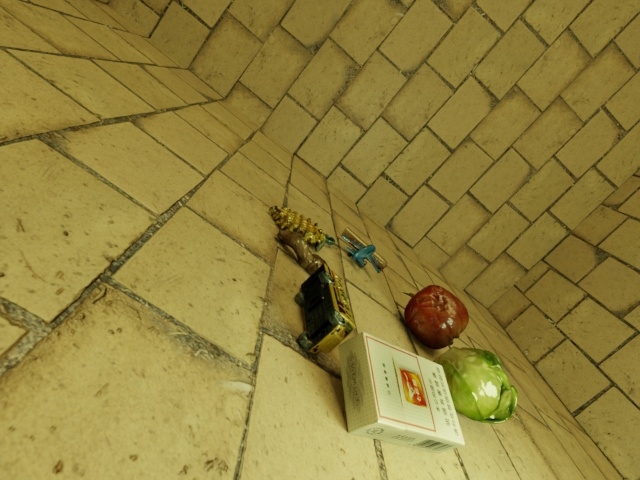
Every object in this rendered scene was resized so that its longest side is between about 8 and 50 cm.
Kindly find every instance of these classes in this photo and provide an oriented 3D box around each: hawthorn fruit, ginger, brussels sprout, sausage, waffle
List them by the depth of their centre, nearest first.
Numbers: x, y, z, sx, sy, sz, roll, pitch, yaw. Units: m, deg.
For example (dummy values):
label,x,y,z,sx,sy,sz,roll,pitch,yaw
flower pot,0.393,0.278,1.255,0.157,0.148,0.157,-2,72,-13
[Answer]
label,x,y,z,sx,sy,sz,roll,pitch,yaw
brussels sprout,0.527,0.482,1.378,0.294,0.227,0.259,40,-1,25
ginger,-0.040,0.055,1.445,0.290,0.084,0.122,43,22,11
waffle,-0.090,-0.066,1.682,0.229,0.051,0.232,40,21,32
hawthorn fruit,0.481,0.317,1.697,0.258,0.258,0.261,-1,72,-68
sausage,0.240,0.046,2.203,0.301,0.065,0.066,40,15,5

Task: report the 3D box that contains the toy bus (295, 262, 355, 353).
label,x,y,z,sx,sy,sz,roll,pitch,yaw
toy bus,0.014,0.192,1.137,0.123,0.121,0.335,43,13,-21

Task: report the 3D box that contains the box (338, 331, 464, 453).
label,x,y,z,sx,sy,sz,roll,pitch,yaw
box,0.197,0.377,0.991,0.330,0.095,0.210,28,38,-32

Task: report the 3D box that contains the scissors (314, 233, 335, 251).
label,x,y,z,sx,sy,sz,roll,pitch,yaw
scissors,0.000,0.000,1.778,0.138,0.041,0.289,34,15,-4

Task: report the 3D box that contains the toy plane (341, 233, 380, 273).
label,x,y,z,sx,sy,sz,roll,pitch,yaw
toy plane,0.209,0.065,1.984,0.254,0.105,0.271,46,15,15
